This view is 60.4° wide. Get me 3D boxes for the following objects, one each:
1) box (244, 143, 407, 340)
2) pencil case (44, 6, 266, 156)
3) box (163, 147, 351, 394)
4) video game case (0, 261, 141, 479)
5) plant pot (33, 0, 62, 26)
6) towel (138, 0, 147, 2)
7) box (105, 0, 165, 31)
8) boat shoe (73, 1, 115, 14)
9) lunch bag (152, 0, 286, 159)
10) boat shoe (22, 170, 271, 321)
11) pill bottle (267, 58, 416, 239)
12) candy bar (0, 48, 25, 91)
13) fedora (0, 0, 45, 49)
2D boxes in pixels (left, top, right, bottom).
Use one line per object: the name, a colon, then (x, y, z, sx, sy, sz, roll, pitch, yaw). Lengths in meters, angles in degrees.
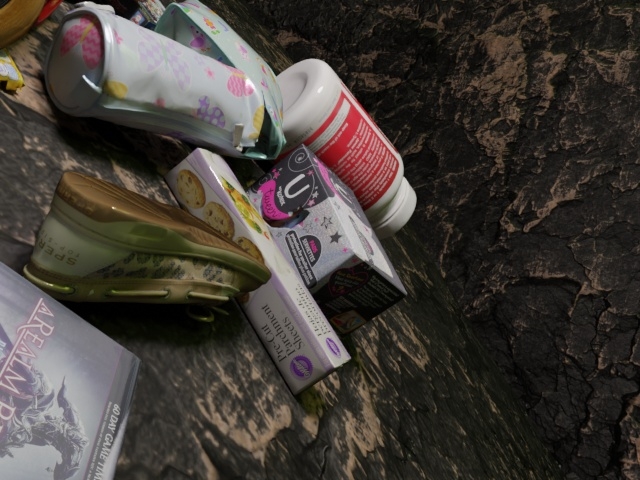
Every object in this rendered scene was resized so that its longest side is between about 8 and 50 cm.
box: (0.000, 0.000, 0.856, 0.163, 0.142, 0.247, 38, 20, -46)
pencil case: (-0.187, -0.179, 0.674, 0.273, 0.113, 0.124, 7, 67, -58)
box: (-0.082, 0.030, 0.684, 0.324, 0.067, 0.063, 57, 16, 13)
video game case: (-0.217, 0.059, 0.276, 0.274, 0.026, 0.196, 45, 17, -27)
plant pot: (-0.331, -0.361, 0.593, 0.174, 0.191, 0.191, 37, 20, -26)
towel: (-0.412, -0.489, 0.854, 0.275, 0.031, 0.199, 54, 29, 1)
box: (-0.359, -0.462, 1.013, 0.233, 0.044, 0.159, 53, 15, 1)
boat shoe: (-0.334, -0.333, 0.824, 0.100, 0.035, 0.035, -89, 168, -73)
lunch bag: (-0.165, -0.253, 0.909, 0.262, 0.160, 0.223, 41, 17, -22)
boat shoe: (-0.143, 0.020, 0.513, 0.104, 0.089, 0.285, 31, 1, 27)
pill bottle: (0.041, -0.182, 1.238, 0.408, 0.229, 0.229, 43, 18, -35)
candy bar: (-0.339, -0.211, 0.539, 0.161, 0.018, 0.040, 56, 18, 10)
fedora: (-0.336, -0.259, 0.470, 0.079, 0.194, 0.194, 19, -4, 29)
